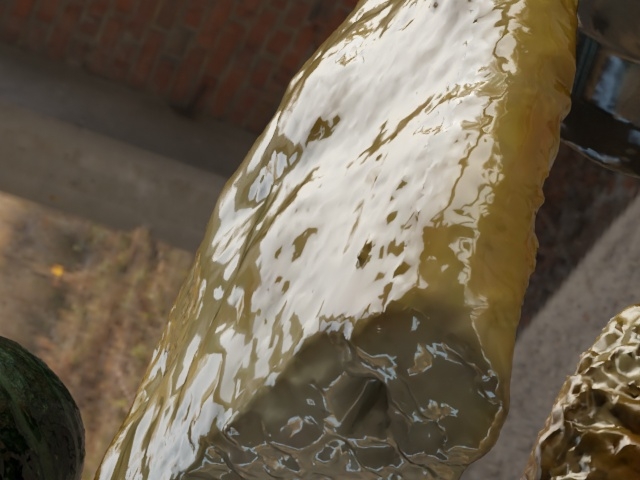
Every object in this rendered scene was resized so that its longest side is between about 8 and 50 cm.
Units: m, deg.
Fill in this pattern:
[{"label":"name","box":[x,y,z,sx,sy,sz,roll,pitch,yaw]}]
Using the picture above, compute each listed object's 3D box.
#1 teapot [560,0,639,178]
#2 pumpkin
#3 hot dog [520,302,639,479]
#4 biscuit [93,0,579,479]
[{"label":"teapot","box":[0.258,-0.254,1.009,0.305,0.376,0.361,-48,-21,-36]},{"label":"pumpkin","box":[-0.379,0.210,1.331,0.263,0.293,0.197,66,150,9]},{"label":"hot dog","box":[0.223,0.230,0.907,0.367,0.196,0.365,45,-117,-68]},{"label":"biscuit","box":[-0.001,0.000,0.752,0.429,0.104,0.446,-43,23,54]}]
